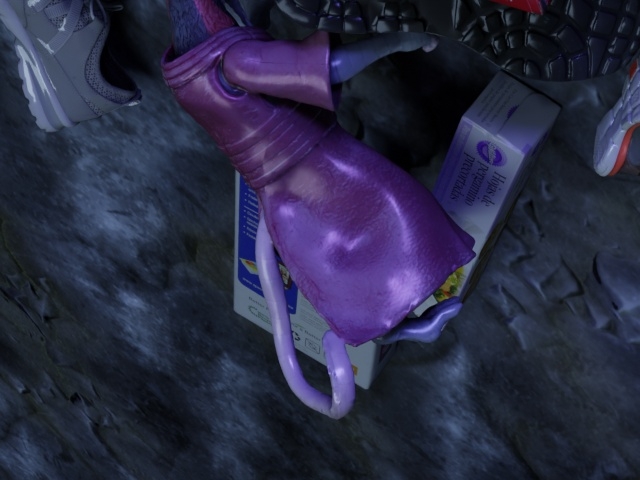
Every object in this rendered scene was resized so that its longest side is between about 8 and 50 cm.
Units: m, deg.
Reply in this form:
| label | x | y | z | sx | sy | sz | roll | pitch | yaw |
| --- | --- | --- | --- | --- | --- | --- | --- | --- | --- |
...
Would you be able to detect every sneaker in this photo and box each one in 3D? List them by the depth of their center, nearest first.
| label | x | y | z | sx | sy | sz | roll | pitch | yaw |
| --- | --- | --- | --- | --- | --- | --- | --- | --- | --- |
| sneaker | 0.107 | -0.206 | 1.386 | 0.283 | 0.124 | 0.107 | 13 | 118 | -2 |
| sneaker | 0.264 | -0.098 | 1.415 | 0.065 | 0.061 | 0.158 | 12 | 153 | -9 |
| sneaker | -0.248 | -0.236 | 1.761 | 0.115 | 0.105 | 0.281 | -8 | 132 | 8 |

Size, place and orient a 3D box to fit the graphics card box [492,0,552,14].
| label | x | y | z | sx | sy | sz | roll | pitch | yaw |
| --- | --- | --- | --- | --- | --- | --- | --- | --- | --- |
| graphics card box | -0.024 | -0.284 | 1.192 | 0.371 | 0.094 | 0.233 | 19 | 163 | 24 |

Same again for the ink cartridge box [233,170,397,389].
| label | x | y | z | sx | sy | sz | roll | pitch | yaw |
| --- | --- | --- | --- | --- | --- | --- | --- | --- | --- |
| ink cartridge box | 0.000 | 0.000 | 1.818 | 0.176 | 0.069 | 0.371 | 30 | 152 | 16 |

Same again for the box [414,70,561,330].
| label | x | y | z | sx | sy | sz | roll | pitch | yaw |
| --- | --- | --- | --- | --- | --- | --- | --- | --- | --- |
| box | 0.132 | -0.026 | 1.634 | 0.063 | 0.067 | 0.324 | 33 | 150 | 9 |

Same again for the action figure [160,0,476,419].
| label | x | y | z | sx | sy | sz | roll | pitch | yaw |
| --- | --- | --- | --- | --- | --- | --- | --- | --- | --- |
| action figure | -0.039 | -0.078 | 1.497 | 0.370 | 0.276 | 0.248 | 49 | 162 | -16 |
